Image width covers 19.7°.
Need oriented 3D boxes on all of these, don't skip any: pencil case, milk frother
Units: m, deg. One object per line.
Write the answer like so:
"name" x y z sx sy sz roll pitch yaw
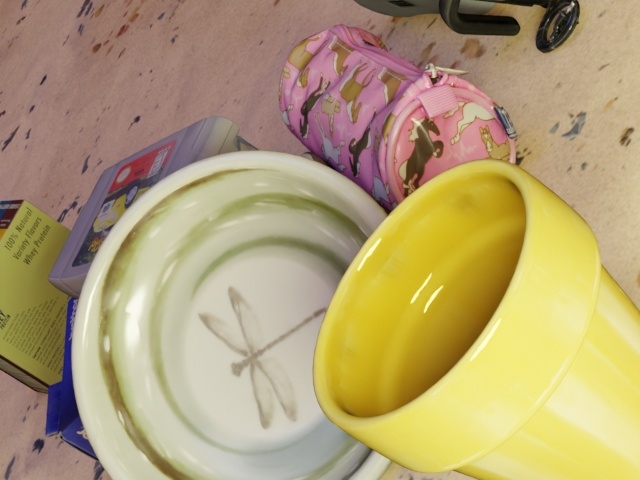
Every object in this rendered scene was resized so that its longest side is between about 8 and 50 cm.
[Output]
"pencil case" 0.074 -0.133 2.037 0.167 0.160 0.386 -55 24 1
"milk frother" 0.204 -0.277 2.016 0.143 0.134 0.129 -143 58 -68

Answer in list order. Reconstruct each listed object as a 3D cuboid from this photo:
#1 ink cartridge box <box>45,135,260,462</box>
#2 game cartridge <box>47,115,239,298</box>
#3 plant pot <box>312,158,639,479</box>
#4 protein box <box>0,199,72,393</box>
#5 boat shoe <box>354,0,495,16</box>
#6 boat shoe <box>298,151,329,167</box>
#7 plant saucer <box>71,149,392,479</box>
"ink cartridge box" -0.172 0.104 2.187 0.395 0.151 0.270 -45 27 23
"game cartridge" -0.218 -0.028 2.198 0.294 0.060 0.196 -22 42 51
"plant pot" 0.161 0.100 1.500 0.254 0.239 0.254 -40 29 27
"protein box" -0.402 0.080 2.546 0.136 0.201 0.200 0 58 60
"boat shoe" 0.135 -0.334 2.235 0.306 0.113 0.105 -170 99 -72
"boat shoe" -0.003 -0.006 2.017 0.095 0.095 0.257 -28 38 -2
"plant saucer" -0.063 0.110 1.892 0.400 0.100 0.401 -3 82 24
